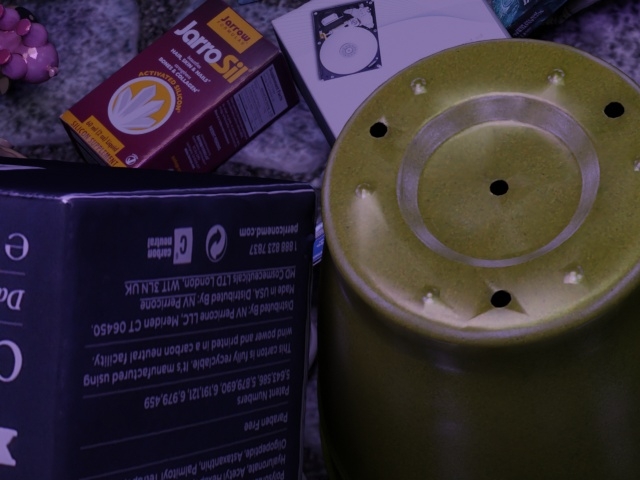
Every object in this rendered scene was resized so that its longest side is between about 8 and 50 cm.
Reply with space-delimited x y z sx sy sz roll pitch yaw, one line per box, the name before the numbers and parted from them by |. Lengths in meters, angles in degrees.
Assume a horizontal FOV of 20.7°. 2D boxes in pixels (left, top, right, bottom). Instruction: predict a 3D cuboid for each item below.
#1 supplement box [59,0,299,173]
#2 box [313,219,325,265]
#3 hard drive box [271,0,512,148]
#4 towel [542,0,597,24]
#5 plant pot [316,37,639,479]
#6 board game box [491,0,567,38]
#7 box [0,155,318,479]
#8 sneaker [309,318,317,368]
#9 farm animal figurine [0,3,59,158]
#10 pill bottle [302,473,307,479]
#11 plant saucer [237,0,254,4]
supplement box | -0.127 -0.121 1.598 0.188 0.081 0.104 -40 59 -12
box | 0.000 0.000 1.470 0.094 0.137 0.027 -35 91 -8
hard drive box | 0.087 -0.131 1.549 0.181 0.089 0.232 -27 57 -3
towel | 0.313 -0.385 1.576 0.324 0.056 0.312 -29 49 43
plant pot | 0.145 0.047 1.278 0.366 0.353 0.366 -6 59 10
board game box | 0.197 -0.285 1.603 0.126 0.026 0.186 -41 42 34
box | -0.280 0.181 1.168 0.480 0.297 0.472 5 96 29
sneaker | -0.155 0.109 1.427 0.305 0.152 0.114 -30 60 -4
farm animal figurine | -0.352 -0.160 1.634 0.327 0.172 0.330 -8 66 22
pill bottle | -0.102 0.215 1.379 0.184 0.103 0.103 -30 58 -6
plant saucer | -0.063 -0.319 1.739 0.067 0.018 0.192 -13 57 5
